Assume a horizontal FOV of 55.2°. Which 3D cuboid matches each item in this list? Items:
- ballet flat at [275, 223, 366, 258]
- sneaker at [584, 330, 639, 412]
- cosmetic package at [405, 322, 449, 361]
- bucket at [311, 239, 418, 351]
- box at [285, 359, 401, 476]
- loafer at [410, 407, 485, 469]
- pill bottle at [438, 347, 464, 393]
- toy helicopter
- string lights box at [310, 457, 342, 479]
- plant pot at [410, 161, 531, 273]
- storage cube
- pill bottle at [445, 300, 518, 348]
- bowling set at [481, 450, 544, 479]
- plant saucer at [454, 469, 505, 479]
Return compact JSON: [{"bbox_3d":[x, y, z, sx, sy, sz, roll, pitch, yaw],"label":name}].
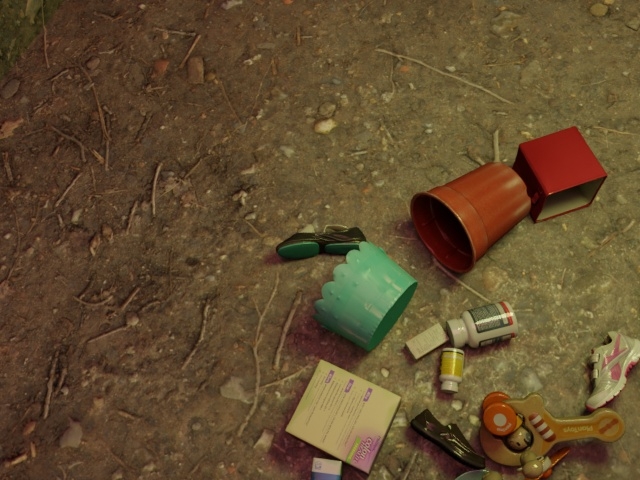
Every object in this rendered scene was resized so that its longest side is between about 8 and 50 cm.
[{"bbox_3d":[0.000,0.000,1.902,0.281,0.095,0.096,-2,55,-6],"label":"ballet flat"},{"bbox_3d":[0.771,0.350,1.657,0.111,0.103,0.252,33,66,23],"label":"sneaker"},{"bbox_3d":[0.305,0.292,1.755,0.115,0.041,0.060,-28,66,-7],"label":"cosmetic package"},{"bbox_3d":[0.130,0.161,1.714,0.183,0.281,0.281,36,74,18],"label":"bucket"},{"bbox_3d":[0.065,0.477,1.653,0.243,0.117,0.213,22,69,16],"label":"box"},{"bbox_3d":[0.347,0.522,1.623,0.220,0.080,0.078,32,73,18],"label":"loafer"},{"bbox_3d":[0.364,0.363,1.703,0.065,0.065,0.116,7,66,9],"label":"pill bottle"},{"bbox_3d":[0.592,0.505,1.570,0.355,0.140,0.234,-10,87,13],"label":"toy helicopter"},{"bbox_3d":[0.005,0.695,1.549,0.077,0.133,0.259,5,66,7],"label":"string lights box"},{"bbox_3d":[0.454,-0.087,1.808,0.265,0.272,0.272,-32,66,-18],"label":"plant pot"},{"bbox_3d":[0.715,-0.199,1.862,0.215,0.183,0.193,-19,63,-2],"label":"storage cube"},{"bbox_3d":[0.452,0.242,1.727,0.180,0.108,0.108,-14,65,-1],"label":"pill bottle"},{"bbox_3d":[0.444,0.647,1.453,0.287,0.154,0.199,-33,78,8],"label":"bowling set"},{"bbox_3d":[0.411,0.689,1.561,0.195,0.037,0.194,-2,67,4],"label":"plant saucer"}]
